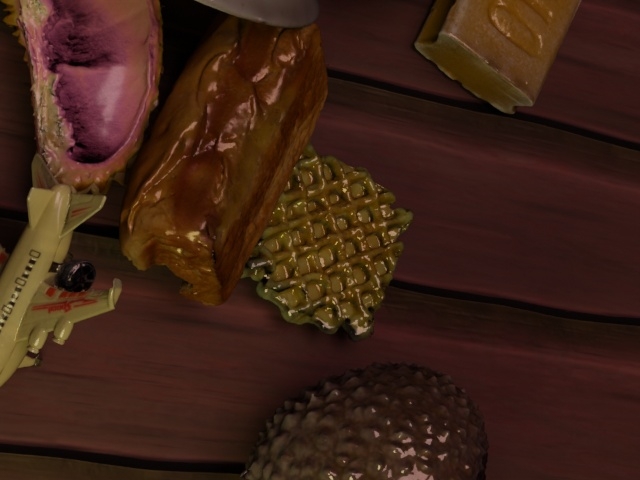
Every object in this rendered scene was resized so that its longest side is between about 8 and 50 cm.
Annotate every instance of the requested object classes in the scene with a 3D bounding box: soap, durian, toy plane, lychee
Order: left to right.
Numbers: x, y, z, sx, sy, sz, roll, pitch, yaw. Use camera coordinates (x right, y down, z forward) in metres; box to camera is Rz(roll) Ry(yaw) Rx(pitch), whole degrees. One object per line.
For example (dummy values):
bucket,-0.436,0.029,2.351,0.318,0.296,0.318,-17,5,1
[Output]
toy plane,-0.305,0.048,1.773,0.104,0.242,0.256,-5,119,-51
durian,-0.268,-0.208,1.881,0.191,0.112,0.341,-14,95,-42
lychee,0.057,0.274,1.881,0.300,0.300,0.300,7,76,-30
soap,0.248,-0.321,2.225,0.173,0.089,0.274,35,65,-21

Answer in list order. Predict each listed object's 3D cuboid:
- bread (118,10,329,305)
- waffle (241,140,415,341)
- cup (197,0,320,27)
bread,-0.114,-0.108,1.902,0.149,0.195,0.344,18,64,14
waffle,-0.002,0.000,2.023,0.204,0.054,0.223,32,63,-21
cup,-0.118,-0.391,1.858,0.347,0.347,0.163,20,114,-26
